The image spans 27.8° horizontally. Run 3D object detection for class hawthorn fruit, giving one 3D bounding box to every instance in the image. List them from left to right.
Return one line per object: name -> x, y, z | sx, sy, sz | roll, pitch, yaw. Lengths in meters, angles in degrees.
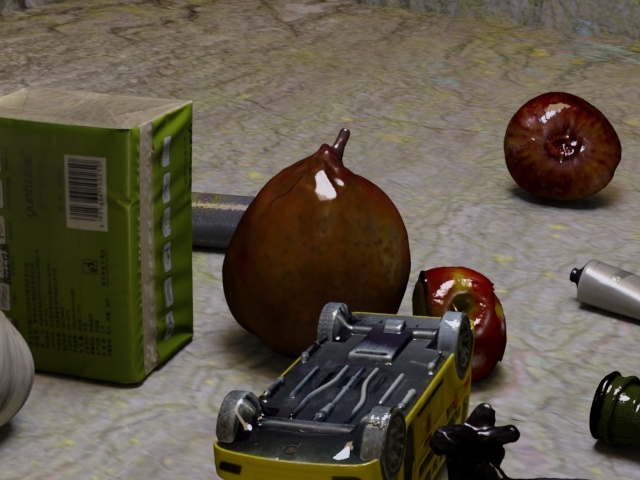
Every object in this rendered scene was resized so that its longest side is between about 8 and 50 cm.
hawthorn fruit -> 0.000, 0.000, 1.412 | 0.208, 0.248, 0.208 | 4, 14, -1

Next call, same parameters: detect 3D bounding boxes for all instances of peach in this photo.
peach -> 0.151, 0.091, 1.404 | 0.092, 0.127, 0.172 | -7, -5, 0

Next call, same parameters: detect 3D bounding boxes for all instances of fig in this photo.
fig -> 0.363, -0.140, 1.976 | 0.175, 0.175, 0.207 | 3, 6, 4

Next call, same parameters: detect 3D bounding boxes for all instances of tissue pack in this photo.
tissue pack -> -0.253, -0.011, 1.381 | 0.200, 0.274, 0.167 | 7, 20, 18

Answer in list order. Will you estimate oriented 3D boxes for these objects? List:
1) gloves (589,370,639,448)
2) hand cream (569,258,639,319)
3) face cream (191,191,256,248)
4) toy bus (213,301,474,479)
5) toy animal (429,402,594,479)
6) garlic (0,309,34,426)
gloves -> 0.383, 0.169, 1.190 | 0.268, 0.107, 0.135 | -6, 5, 33
hand cream -> 0.385, 0.070, 1.541 | 0.186, 0.054, 0.087 | 19, 30, 25
face cream -> -0.123, -0.025, 1.720 | 0.283, 0.073, 0.073 | 5, 20, 9
toy bus -> 0.032, 0.162, 1.113 | 0.144, 0.152, 0.330 | 3, 17, 21
toy animal -> 0.185, 0.227, 1.037 | 0.210, 0.121, 0.117 | 22, 45, 30
garlic -> -0.409, 0.115, 1.188 | 0.253, 0.245, 0.245 | -44, 39, -17
